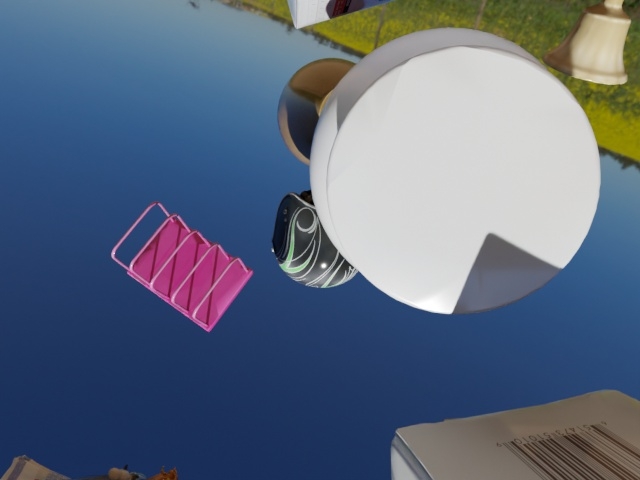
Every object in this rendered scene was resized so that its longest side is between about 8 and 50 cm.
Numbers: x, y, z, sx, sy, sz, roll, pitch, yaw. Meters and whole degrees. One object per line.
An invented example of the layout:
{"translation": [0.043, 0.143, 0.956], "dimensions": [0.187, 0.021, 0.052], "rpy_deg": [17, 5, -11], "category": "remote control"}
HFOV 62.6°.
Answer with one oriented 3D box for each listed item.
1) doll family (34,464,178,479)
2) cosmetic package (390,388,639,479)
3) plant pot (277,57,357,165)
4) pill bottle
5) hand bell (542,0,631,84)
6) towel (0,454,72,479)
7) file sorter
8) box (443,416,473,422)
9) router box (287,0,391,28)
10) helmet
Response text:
{"translation": [-0.264, 0.327, 0.647], "dimensions": [0.163, 0.263, 0.118], "rpy_deg": [7, -137, -22], "category": "doll family"}
{"translation": [0.177, 0.328, 0.374], "dimensions": [0.217, 0.386, 0.156], "rpy_deg": [-4, -169, -16], "category": "cosmetic package"}
{"translation": [0.038, -0.239, 1.013], "dimensions": [0.236, 0.237, 0.254], "rpy_deg": [16, -168, -10], "category": "plant pot"}
{"translation": [0.112, -0.078, 0.529], "dimensions": [0.228, 0.229, 0.408], "rpy_deg": [20, -166, 2], "category": "pill bottle"}
{"translation": [0.418, -0.356, 0.729], "dimensions": [0.126, 0.242, 0.126], "rpy_deg": [7, -144, -5], "category": "hand bell"}
{"translation": [-0.512, 0.546, 0.972], "dimensions": [0.284, 0.034, 0.209], "rpy_deg": [18, -127, 12], "category": "towel"}
{"translation": [-0.363, 0.062, 1.382], "dimensions": [0.290, 0.202, 0.182], "rpy_deg": [33, 165, 12], "category": "file sorter"}
{"translation": [0.383, 0.424, 1.077], "dimensions": [0.094, 0.275, 0.113], "rpy_deg": [32, -127, -27], "category": "box"}
{"translation": [0.111, -0.292, 0.431], "dimensions": [0.300, 0.082, 0.335], "rpy_deg": [-16, -171, 0], "category": "router box"}
{"translation": [0.000, 0.000, 0.883], "dimensions": [0.169, 0.162, 0.169], "rpy_deg": [12, -155, -6], "category": "helmet"}
